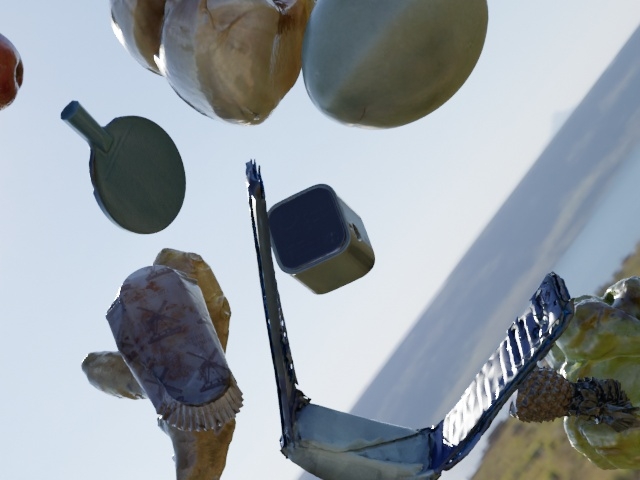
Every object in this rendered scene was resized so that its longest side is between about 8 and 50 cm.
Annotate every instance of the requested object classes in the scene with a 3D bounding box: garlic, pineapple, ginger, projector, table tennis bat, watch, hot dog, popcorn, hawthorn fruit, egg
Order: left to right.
[{"bbox_3d":[-0.611,-0.301,1.958,0.173,0.173,0.173,-52,-7,-8],"label":"hawthorn fruit"},{"bbox_3d":[-0.358,-0.143,2.029,0.329,0.044,0.215,46,-123,-45],"label":"table tennis bat"},{"bbox_3d":[-0.182,0.133,1.379,0.131,0.253,0.069,-23,-37,-15],"label":"hot dog"},{"bbox_3d":[-0.224,0.231,1.879,0.363,0.348,0.122,-48,-15,23],"label":"ginger"},{"bbox_3d":[-0.144,-0.286,1.498,0.249,0.286,0.313,-42,-5,36],"label":"garlic"},{"bbox_3d":[0.000,0.000,1.142,0.083,0.083,0.082,-26,-25,12],"label":"projector"},{"bbox_3d":[0.024,0.092,0.915,0.068,0.276,0.275,-76,10,-49],"label":"watch"},{"bbox_3d":[0.082,-0.227,1.236,0.253,0.186,0.186,-42,-11,-24],"label":"egg"},{"bbox_3d":[0.302,0.192,1.325,0.074,0.159,0.074,-170,90,-81],"label":"pineapple"},{"bbox_3d":[0.443,0.181,1.532,0.225,0.276,0.276,-32,11,48],"label":"popcorn"}]
